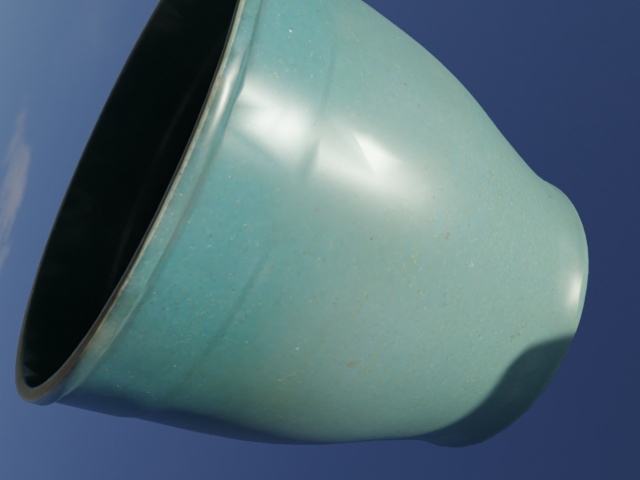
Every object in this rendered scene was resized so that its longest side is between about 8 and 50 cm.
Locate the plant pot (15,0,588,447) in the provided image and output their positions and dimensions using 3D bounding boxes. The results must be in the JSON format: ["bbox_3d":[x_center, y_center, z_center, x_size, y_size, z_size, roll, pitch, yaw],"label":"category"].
[{"bbox_3d":[0.000,0.000,0.496,0.271,0.255,0.272,-45,-148,38],"label":"plant pot"}]
